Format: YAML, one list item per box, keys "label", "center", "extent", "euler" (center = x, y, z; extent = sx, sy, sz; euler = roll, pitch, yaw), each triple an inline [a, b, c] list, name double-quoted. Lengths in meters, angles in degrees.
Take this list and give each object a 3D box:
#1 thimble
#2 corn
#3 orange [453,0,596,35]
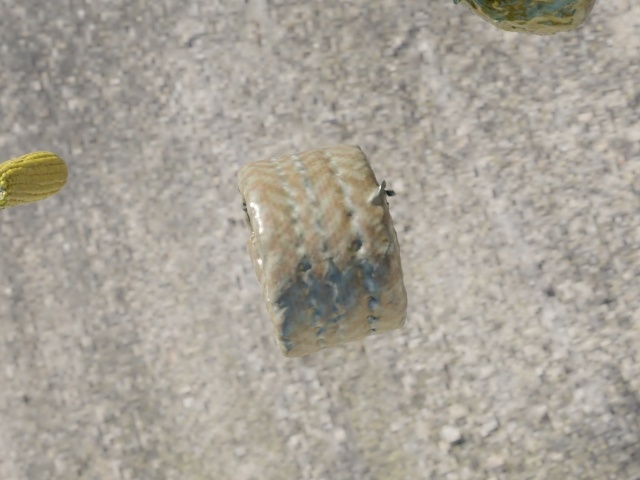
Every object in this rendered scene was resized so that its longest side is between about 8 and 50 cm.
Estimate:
- label: "thimble"
  center: [0.002, 0.007, 1.427]
  extent: [0.229, 0.148, 0.196]
  euler: [-116, 15, -72]
- label: "corn"
  center: [-0.403, -0.082, 1.894]
  extent: [0.067, 0.206, 0.067]
  euler: [3, 102, 13]
- label: "orange"
  center: [0.173, -0.389, 1.420]
  extent: [0.271, 0.210, 0.368]
  euler: [-113, 15, -66]
